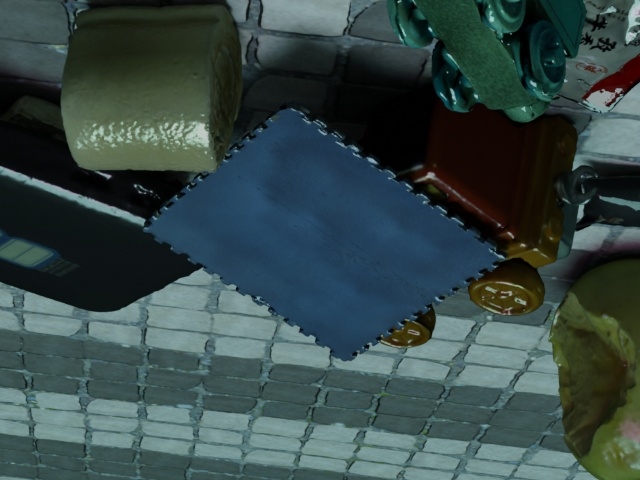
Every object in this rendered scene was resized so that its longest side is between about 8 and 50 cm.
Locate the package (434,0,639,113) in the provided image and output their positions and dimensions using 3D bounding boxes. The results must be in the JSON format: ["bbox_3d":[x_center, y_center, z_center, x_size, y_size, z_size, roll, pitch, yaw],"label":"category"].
[{"bbox_3d":[0.196,-0.188,1.638,0.239,0.030,0.154,19,150,-24],"label":"package"}]

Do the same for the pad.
[{"bbox_3d":[0.000,0.000,1.813,0.269,0.012,0.269,35,137,-21],"label":"pad"}]

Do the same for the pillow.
[{"bbox_3d":[0.335,-0.039,1.941,0.150,0.048,0.090,0,165,3],"label":"pillow"}]

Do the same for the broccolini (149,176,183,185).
[{"bbox_3d":[-0.126,0.000,2.134,0.071,0.057,0.254,43,179,38],"label":"broccolini"}]

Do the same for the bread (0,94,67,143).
[{"bbox_3d":[-0.287,-0.115,1.919,0.070,0.035,0.083,22,155,-29],"label":"bread"}]

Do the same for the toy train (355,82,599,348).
[{"bbox_3d":[0.105,-0.031,1.878,0.369,0.163,0.231,-19,135,42],"label":"toy train"}]

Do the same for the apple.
[{"bbox_3d":[0.382,0.152,2.146,0.279,0.279,0.279,5,157,2],"label":"apple"}]

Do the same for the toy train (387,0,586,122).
[{"bbox_3d":[0.131,-0.189,1.476,0.107,0.154,0.198,-9,137,32],"label":"toy train"}]

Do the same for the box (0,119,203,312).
[{"bbox_3d":[-0.305,-0.028,1.994,0.350,0.091,0.359,20,160,-21],"label":"box"}]

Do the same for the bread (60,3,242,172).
[{"bbox_3d":[-0.146,-0.133,1.696,0.141,0.148,0.134,0,153,14],"label":"bread"}]
